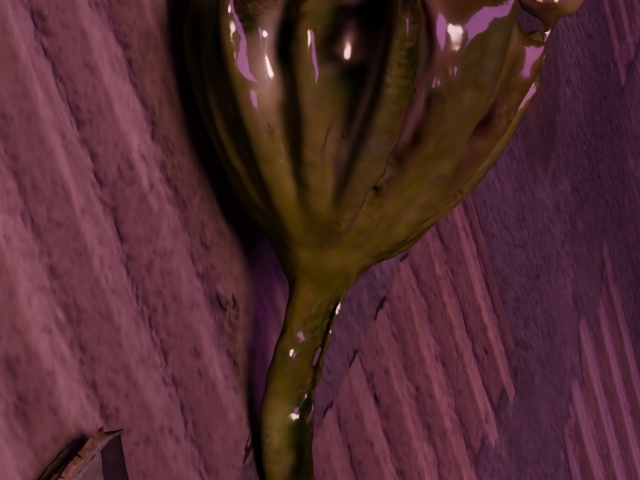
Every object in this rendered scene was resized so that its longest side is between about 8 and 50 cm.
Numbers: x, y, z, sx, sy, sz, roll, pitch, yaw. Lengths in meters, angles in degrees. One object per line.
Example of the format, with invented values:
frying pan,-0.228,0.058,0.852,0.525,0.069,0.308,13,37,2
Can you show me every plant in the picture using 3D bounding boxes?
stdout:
plant,0.028,0.006,0.936,0.251,0.180,0.333,18,70,-54

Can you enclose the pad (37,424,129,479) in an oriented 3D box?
pad,-0.092,0.212,0.767,0.174,0.022,0.233,-55,135,-59
